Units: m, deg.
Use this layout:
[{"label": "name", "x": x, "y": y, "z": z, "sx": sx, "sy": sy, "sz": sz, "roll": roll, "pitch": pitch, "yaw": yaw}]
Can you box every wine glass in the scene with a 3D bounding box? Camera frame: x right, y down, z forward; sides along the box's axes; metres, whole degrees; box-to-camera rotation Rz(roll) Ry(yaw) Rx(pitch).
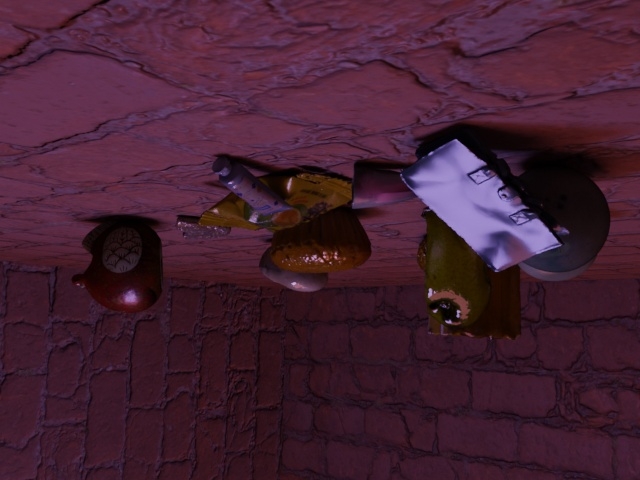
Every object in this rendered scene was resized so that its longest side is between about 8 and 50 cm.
[{"label": "wine glass", "x": 0.128, "y": -0.090, "z": 1.160, "sx": 0.154, "sy": 0.074, "sz": 0.073, "roll": -1, "pitch": 172, "yaw": 2}]

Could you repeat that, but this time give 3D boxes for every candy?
[{"label": "candy", "x": -0.076, "y": -0.070, "z": 1.322, "sx": 0.297, "sy": 0.081, "sz": 0.187, "roll": -19, "pitch": 160, "yaw": 34}]

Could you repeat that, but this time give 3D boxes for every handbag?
[{"label": "handbag", "x": 0.232, "y": -0.059, "z": 0.999, "sx": 0.221, "sy": 0.057, "sz": 0.144, "roll": 44, "pitch": 150, "yaw": -11}]

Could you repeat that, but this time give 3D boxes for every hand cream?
[{"label": "hand cream", "x": -0.118, "y": -0.087, "z": 1.183, "sx": 0.065, "sy": 0.043, "sz": 0.170, "roll": -12, "pitch": 150, "yaw": 29}]

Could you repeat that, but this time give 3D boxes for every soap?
[{"label": "soap", "x": 0.394, "y": 0.114, "z": 1.816, "sx": 0.259, "sy": 0.281, "sz": 0.143, "roll": 8, "pitch": 173, "yaw": -31}]

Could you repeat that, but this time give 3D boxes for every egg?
[{"label": "egg", "x": 0.376, "y": -0.034, "z": 1.133, "sx": 0.169, "sy": 0.169, "sz": 0.236, "roll": -3, "pitch": 166, "yaw": 32}, {"label": "egg", "x": 0.512, "y": 0.014, "z": 1.534, "sx": 0.192, "sy": 0.150, "sz": 0.149, "roll": -3, "pitch": 174, "yaw": -13}]

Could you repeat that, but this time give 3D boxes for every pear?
[{"label": "pear", "x": 0.311, "y": 0.064, "z": 1.584, "sx": 0.163, "sy": 0.256, "sz": 0.238, "roll": 1, "pitch": 168, "yaw": 14}]

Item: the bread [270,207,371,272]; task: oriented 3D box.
[{"label": "bread", "x": 0.002, "y": 0.003, "z": 1.602, "sx": 0.239, "sy": 0.139, "sz": 0.240, "roll": 1, "pitch": 173, "yaw": 0}]

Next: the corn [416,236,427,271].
[{"label": "corn", "x": 0.320, "y": 0.044, "z": 2.006, "sx": 0.106, "sy": 0.107, "sz": 0.293, "roll": 0, "pitch": 171, "yaw": 11}]

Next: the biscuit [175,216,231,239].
[{"label": "biscuit", "x": -0.300, "y": -0.029, "z": 1.833, "sx": 0.133, "sy": 0.032, "sz": 0.250, "roll": 1, "pitch": 172, "yaw": -5}]

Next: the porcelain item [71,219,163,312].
[{"label": "porcelain item", "x": -0.520, "y": 0.071, "z": 1.803, "sx": 0.252, "sy": 0.253, "sz": 0.253, "roll": 2, "pitch": 172, "yaw": 0}]

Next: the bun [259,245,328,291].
[{"label": "bun", "x": -0.072, "y": 0.064, "z": 2.097, "sx": 0.230, "sy": 0.133, "sz": 0.231, "roll": 18, "pitch": -169, "yaw": -4}]
